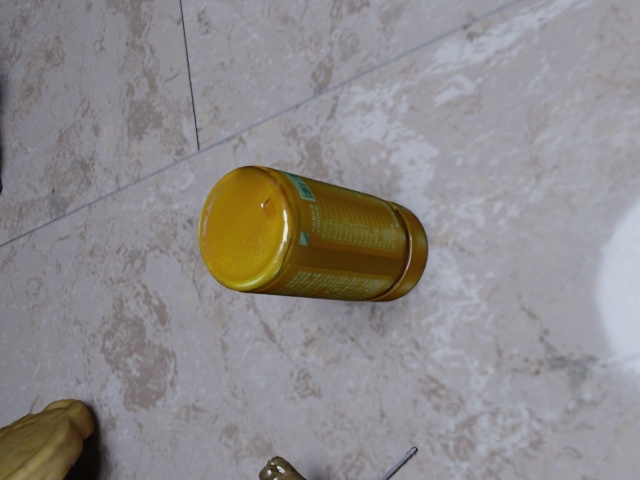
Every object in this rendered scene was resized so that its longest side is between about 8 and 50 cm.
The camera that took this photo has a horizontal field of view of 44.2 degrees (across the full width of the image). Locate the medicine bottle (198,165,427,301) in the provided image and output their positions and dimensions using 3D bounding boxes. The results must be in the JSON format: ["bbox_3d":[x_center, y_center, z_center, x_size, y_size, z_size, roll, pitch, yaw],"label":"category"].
[{"bbox_3d":[0.000,0.000,0.642,0.096,0.192,0.096,-5,82,37],"label":"medicine bottle"}]

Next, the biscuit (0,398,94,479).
[{"bbox_3d":[-0.417,0.295,0.865,0.351,0.312,0.057,-24,103,35],"label":"biscuit"}]

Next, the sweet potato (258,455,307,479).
[{"bbox_3d":[0.023,0.334,0.623,0.131,0.131,0.336,-43,61,25],"label":"sweet potato"}]

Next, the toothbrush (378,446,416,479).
[{"bbox_3d":[0.053,0.213,0.688,0.008,0.006,0.097,46,111,19],"label":"toothbrush"}]
